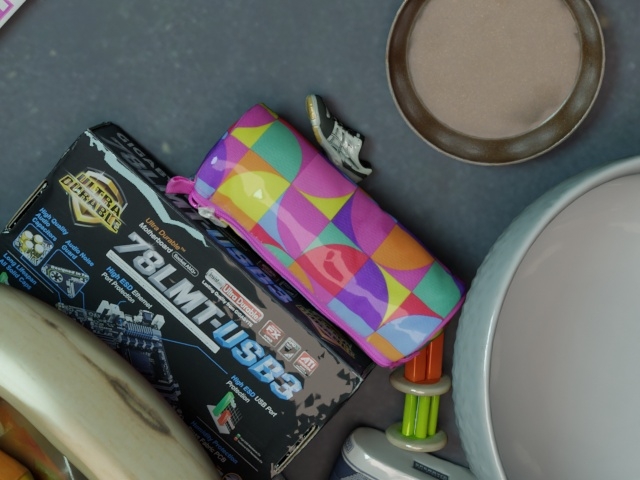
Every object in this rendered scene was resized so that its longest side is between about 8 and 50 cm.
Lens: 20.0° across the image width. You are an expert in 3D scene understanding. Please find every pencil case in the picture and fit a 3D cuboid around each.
[{"bbox_3d":[0.000,0.000,1.406,0.236,0.104,0.104,39,106,-1],"label":"pencil case"}]

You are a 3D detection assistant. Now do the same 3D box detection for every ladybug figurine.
[{"bbox_3d":[-0.220,0.203,1.357,0.305,0.162,0.449,-43,89,14],"label":"ladybug figurine"}]

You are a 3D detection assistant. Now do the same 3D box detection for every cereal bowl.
[{"bbox_3d":[0.247,0.100,1.394,0.339,0.141,0.339,-1,93,-19],"label":"cereal bowl"}]

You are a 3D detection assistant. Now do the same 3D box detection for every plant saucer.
[{"bbox_3d":[0.134,-0.142,1.405,0.168,0.029,0.168,1,110,3],"label":"plant saucer"}]

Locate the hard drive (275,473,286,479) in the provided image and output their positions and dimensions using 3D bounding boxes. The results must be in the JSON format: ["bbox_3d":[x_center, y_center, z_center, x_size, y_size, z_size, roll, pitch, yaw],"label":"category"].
[{"bbox_3d":[-0.076,0.337,1.568,0.233,0.047,0.353,-32,104,12],"label":"hard drive"}]

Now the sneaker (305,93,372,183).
[{"bbox_3d":[0.015,-0.082,1.432,0.037,0.032,0.083,-22,116,3],"label":"sneaker"}]

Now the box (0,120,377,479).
[{"bbox_3d":[-0.159,0.109,1.448,0.295,0.073,0.293,41,103,2],"label":"box"}]

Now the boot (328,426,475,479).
[{"bbox_3d":[0.092,0.233,1.520,0.190,0.069,0.086,28,115,2],"label":"boot"}]

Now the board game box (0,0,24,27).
[{"bbox_3d":[-0.289,-0.197,1.408,0.103,0.026,0.154,42,105,-11],"label":"board game box"}]

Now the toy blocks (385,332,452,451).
[{"bbox_3d":[0.119,0.098,1.474,0.123,0.054,0.148,7,107,3],"label":"toy blocks"}]
